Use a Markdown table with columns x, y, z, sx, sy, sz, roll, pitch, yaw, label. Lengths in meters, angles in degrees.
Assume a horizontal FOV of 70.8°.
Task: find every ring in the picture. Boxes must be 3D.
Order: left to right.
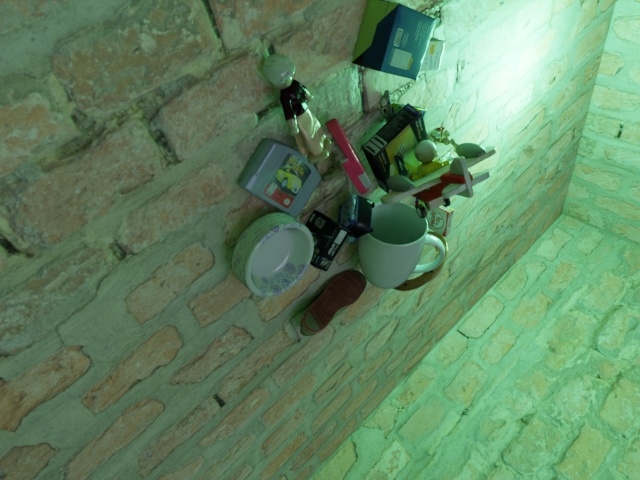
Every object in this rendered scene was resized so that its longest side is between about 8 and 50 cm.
| x | y | z | sx | sy | sz | roll | pitch | yaw | label |
| --- | --- | --- | --- | --- | --- | --- | --- | --- | --- |
| 0.447 | 0.098 | 2.104 | 0.032 | 0.336 | 0.337 | 42 | 84 | -29 | ring |

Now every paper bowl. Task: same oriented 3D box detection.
| x | y | z | sx | sy | sz | roll | pitch | yaw | label |
| --- | --- | --- | --- | --- | --- | --- | --- | --- | --- |
| -0.172 | 0.038 | 1.535 | 0.284 | 0.148 | 0.285 | -27 | 135 | -31 | paper bowl |

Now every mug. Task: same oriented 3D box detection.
| x | y | z | sx | sy | sz | roll | pitch | yaw | label |
| --- | --- | --- | --- | --- | --- | --- | --- | --- | --- |
| 0.342 | 0.047 | 1.932 | 0.276 | 0.373 | 0.328 | -81 | 175 | -45 | mug |

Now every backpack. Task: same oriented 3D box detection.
| x | y | z | sx | sy | sz | roll | pitch | yaw | label |
| --- | --- | --- | --- | --- | --- | --- | --- | --- | --- |
| 0.121 | -0.078 | 1.769 | 0.116 | 0.158 | 0.173 | 22 | 147 | -22 | backpack |

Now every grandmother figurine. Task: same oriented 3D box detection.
| x | y | z | sx | sy | sz | roll | pitch | yaw | label |
| --- | --- | --- | --- | --- | --- | --- | --- | --- | --- |
| -0.071 | -0.391 | 1.346 | 0.103 | 0.208 | 0.342 | -16 | 133 | 17 | grandmother figurine |

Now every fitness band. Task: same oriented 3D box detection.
| x | y | z | sx | sy | sz | roll | pitch | yaw | label |
| --- | --- | --- | --- | --- | --- | --- | --- | --- | --- |
| 0.099 | -0.283 | 1.540 | 0.054 | 0.209 | 0.291 | -27 | 136 | 10 | fitness band |

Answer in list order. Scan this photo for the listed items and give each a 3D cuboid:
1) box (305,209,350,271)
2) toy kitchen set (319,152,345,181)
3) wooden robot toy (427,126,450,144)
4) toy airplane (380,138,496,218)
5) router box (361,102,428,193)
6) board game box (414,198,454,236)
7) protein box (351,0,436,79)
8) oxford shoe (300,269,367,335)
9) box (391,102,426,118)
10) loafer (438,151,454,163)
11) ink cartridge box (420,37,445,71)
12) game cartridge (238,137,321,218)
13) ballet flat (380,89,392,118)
| x | y | z | sx | sy | sz | roll | pitch | yaw | label |
| --- | --- | --- | --- | --- | --- | --- | --- | --- | --- |
| 0.000 | 0.000 | 1.692 | 0.077 | 0.147 | 0.180 | 23 | 101 | -52 | box |
| 0.044 | -0.256 | 1.613 | 0.075 | 0.068 | 0.083 | -30 | 135 | -29 | toy kitchen set |
| 0.542 | -0.453 | 1.991 | 0.173 | 0.079 | 0.076 | -21 | 131 | -37 | wooden robot toy |
| 0.440 | -0.255 | 1.690 | 0.384 | 0.273 | 0.386 | -26 | 178 | 34 | toy airplane |
| 0.308 | -0.345 | 1.767 | 0.243 | 0.081 | 0.309 | -44 | 149 | -1 | router box |
| 0.536 | -0.122 | 2.138 | 0.045 | 0.193 | 0.147 | -31 | 136 | -28 | board game box |
| 0.239 | -0.652 | 1.471 | 0.201 | 0.136 | 0.200 | -8 | 123 | -43 | protein box |
| 0.047 | 0.272 | 1.996 | 0.396 | 0.140 | 0.146 | -35 | 169 | -31 | oxford shoe |
| 0.341 | -0.497 | 1.763 | 0.168 | 0.054 | 0.059 | -10 | 124 | -42 | box |
| 0.576 | -0.378 | 2.125 | 0.125 | 0.039 | 0.045 | -30 | 168 | -21 | loafer |
| 0.399 | -0.692 | 1.674 | 0.181 | 0.061 | 0.105 | -22 | 132 | -36 | ink cartridge box |
| -0.120 | -0.206 | 1.491 | 0.294 | 0.060 | 0.196 | 28 | 91 | -52 | game cartridge |
| 0.243 | -0.500 | 1.672 | 0.041 | 0.041 | 0.114 | -39 | 139 | -19 | ballet flat |
